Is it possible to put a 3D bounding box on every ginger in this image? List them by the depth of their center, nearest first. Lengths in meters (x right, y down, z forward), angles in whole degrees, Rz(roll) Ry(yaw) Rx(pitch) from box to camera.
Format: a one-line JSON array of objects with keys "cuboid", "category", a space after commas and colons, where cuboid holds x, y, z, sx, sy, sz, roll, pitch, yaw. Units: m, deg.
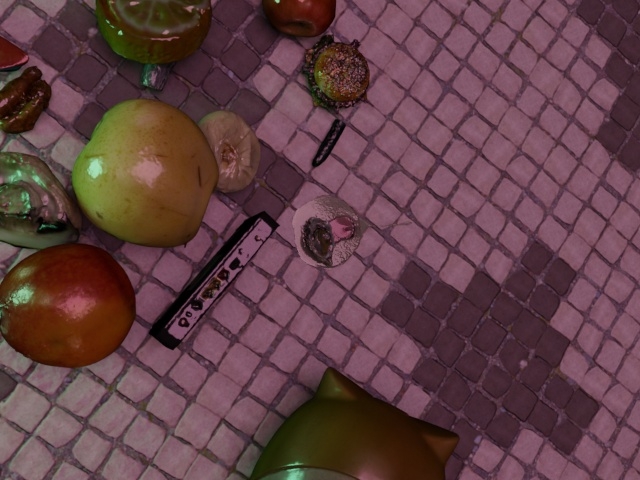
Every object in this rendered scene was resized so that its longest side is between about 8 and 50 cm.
[{"cuboid": [-0.637, -0.295, 1.696, 0.103, 0.073, 0.162, 43, 75, -11], "category": "ginger"}]

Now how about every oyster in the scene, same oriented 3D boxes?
[{"cuboid": [0.001, 0.000, 1.895, 0.098, 0.037, 0.100, 31, 59, -29], "category": "oyster"}]

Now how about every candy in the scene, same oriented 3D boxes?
[{"cuboid": [-0.364, -0.505, 1.740, 0.259, 0.118, 0.260, 2, 63, -5], "category": "candy"}]

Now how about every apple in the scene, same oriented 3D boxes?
[{"cuboid": [-0.051, -0.575, 1.850, 0.199, 0.199, 0.199, 1, 86, -17], "category": "apple"}]

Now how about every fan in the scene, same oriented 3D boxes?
[{"cuboid": [0.083, -0.029, 1.934, 0.310, 0.010, 0.182, -8, 89, -16], "category": "fan"}]

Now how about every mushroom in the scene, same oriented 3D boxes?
[{"cuboid": [-0.622, -0.085, 1.637, 0.267, 0.189, 0.164, 0, 70, 5], "category": "mushroom"}]

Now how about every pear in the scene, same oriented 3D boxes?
[{"cuboid": [-0.358, -0.136, 1.656, 0.309, 0.309, 0.309, 1, 86, -17], "category": "pear"}]

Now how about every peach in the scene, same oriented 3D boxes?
[{"cuboid": [-0.518, 0.136, 1.615, 0.280, 0.238, 0.281, 4, 65, -10], "category": "peach"}]

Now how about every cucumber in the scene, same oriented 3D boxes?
[{"cuboid": [-0.365, -0.391, 1.793, 0.064, 0.064, 0.112, 23, 80, -15], "category": "cucumber"}, {"cuboid": [0.018, -0.231, 1.917, 0.032, 0.032, 0.133, 32, 77, -13], "category": "cucumber"}]

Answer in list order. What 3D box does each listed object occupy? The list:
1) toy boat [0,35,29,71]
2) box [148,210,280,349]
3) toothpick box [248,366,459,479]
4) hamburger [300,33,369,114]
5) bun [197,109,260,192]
[{"cuboid": [-0.809, -0.407, 1.648, 0.392, 0.079, 0.136, 9, 82, -15], "category": "toy boat"}, {"cuboid": [-0.235, 0.085, 1.726, 0.058, 0.211, 0.350, 42, 75, -8], "category": "box"}, {"cuboid": [0.062, 0.534, 1.697, 0.409, 0.409, 0.425, 31, 80, -13], "category": "toothpick box"}, {"cuboid": [0.045, -0.406, 1.904, 0.164, 0.093, 0.190, -23, 92, -17], "category": "hamburger"}, {"cuboid": [-0.215, -0.204, 1.802, 0.164, 0.111, 0.188, 13, 80, -19], "category": "bun"}]
